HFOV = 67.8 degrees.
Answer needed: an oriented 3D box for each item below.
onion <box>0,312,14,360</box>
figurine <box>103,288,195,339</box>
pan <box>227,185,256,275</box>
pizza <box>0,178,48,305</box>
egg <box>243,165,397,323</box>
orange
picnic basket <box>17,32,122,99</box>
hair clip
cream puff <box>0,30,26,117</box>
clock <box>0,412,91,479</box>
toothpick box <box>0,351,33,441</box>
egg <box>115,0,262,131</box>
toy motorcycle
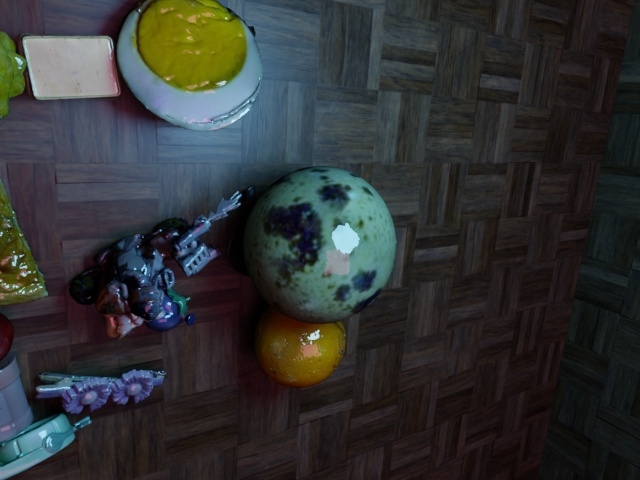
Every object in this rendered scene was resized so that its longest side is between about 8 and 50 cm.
[{"bbox_3d":[-0.656,0.190,0.899,0.131,0.131,0.131,-10,109,-30],"label":"onion"},{"bbox_3d":[-0.393,0.167,1.084,0.194,0.111,0.102,-12,97,-24],"label":"figurine"},{"bbox_3d":[-0.175,-0.024,1.200,0.136,0.028,0.235,-10,112,-31],"label":"pan"},{"bbox_3d":[-0.680,0.036,0.869,0.257,0.087,0.269,-21,117,-23],"label":"pizza"},{"bbox_3d":[0.000,0.000,1.101,0.344,0.428,0.345,0,112,1],"label":"egg"},{"bbox_3d":[-0.058,0.257,1.228,0.246,0.246,0.246,-10,109,-30],"label":"orange"},{"bbox_3d":[-0.467,-0.323,0.895,0.164,0.079,0.115,-10,111,-29],"label":"picnic basket"},{"bbox_3d":[-0.489,0.333,1.086,0.292,0.084,0.106,8,118,-38],"label":"hair clip"},{"bbox_3d":[-0.575,-0.272,0.773,0.194,0.221,0.195,31,43,-34],"label":"cream puff"},{"bbox_3d":[-0.593,0.421,0.998,0.210,0.159,0.066,-22,89,-33],"label":"clock"},{"bbox_3d":[-0.649,0.313,0.956,0.098,0.098,0.149,-14,112,-28],"label":"toothpick box"},{"bbox_3d":[-0.264,-0.345,0.972,0.286,0.174,0.264,31,79,-12],"label":"egg"},{"bbox_3d":[-0.326,0.036,1.018,0.401,0.207,0.134,-37,142,-20],"label":"toy motorcycle"}]
